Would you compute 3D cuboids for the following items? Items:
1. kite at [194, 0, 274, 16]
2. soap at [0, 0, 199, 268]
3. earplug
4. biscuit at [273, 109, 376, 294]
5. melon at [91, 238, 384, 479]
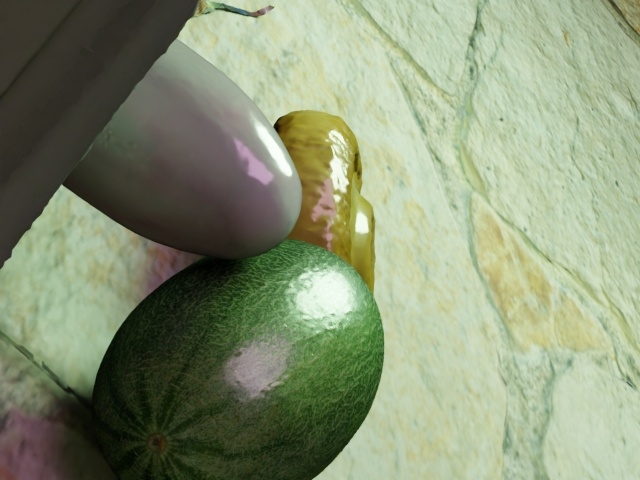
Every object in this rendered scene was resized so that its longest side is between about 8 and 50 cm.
[{"bbox_3d":[-0.130,-0.271,1.726,0.229,0.016,0.127,0,58,-53],"label":"kite"},{"bbox_3d":[-0.268,-0.201,0.968,0.350,0.435,0.213,24,31,-34],"label":"soap"},{"bbox_3d":[-0.134,-0.082,1.186,0.301,0.172,0.172,36,19,29],"label":"earplug"},{"bbox_3d":[0.001,0.000,1.420,0.274,0.091,0.213,-83,169,-49],"label":"biscuit"},{"bbox_3d":[-0.050,0.093,1.188,0.182,0.182,0.288,51,37,3],"label":"melon"}]
